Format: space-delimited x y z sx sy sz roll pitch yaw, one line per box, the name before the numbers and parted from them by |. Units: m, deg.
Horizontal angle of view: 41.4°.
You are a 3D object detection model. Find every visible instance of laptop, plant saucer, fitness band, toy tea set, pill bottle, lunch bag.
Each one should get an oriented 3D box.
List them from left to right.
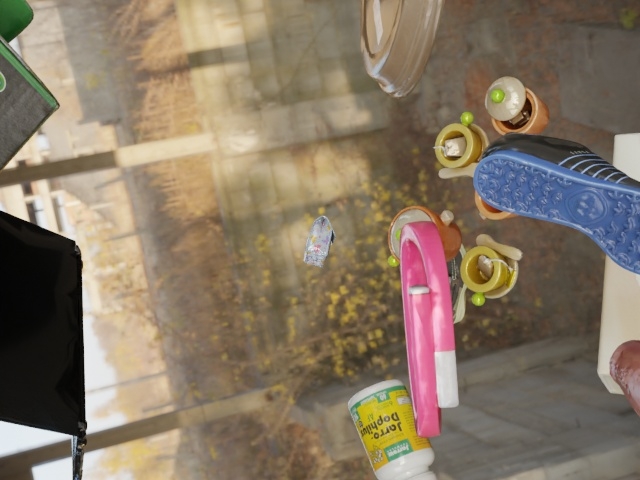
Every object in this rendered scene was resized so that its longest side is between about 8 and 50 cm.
laptop | -0.320 0.118 0.899 0.264 0.137 0.234 115 150 -52
lunch bag | 0.000 0.000 1.650 0.071 0.053 0.083 105 177 -68
pill bottle | 0.139 0.373 1.563 0.117 0.118 0.208 101 150 -62
plant saucer | 0.091 -0.304 0.974 0.278 0.041 0.278 -177 90 -79
fitness band | 0.139 0.119 1.136 0.209 0.054 0.290 -93 -2 -82
toy tea set | 0.214 -0.081 1.258 0.200 0.124 0.336 19 98 41

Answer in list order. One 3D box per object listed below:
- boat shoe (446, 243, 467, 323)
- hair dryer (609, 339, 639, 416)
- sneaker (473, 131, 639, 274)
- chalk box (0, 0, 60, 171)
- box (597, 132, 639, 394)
boat shoe | 0.231 0.083 1.599 0.080 0.073 0.223 32 143 38
hair dryer | 0.232 0.165 0.487 0.293 0.080 0.223 -96 14 -45
sneaker | 0.261 -0.042 0.787 0.090 0.232 0.081 -49 -19 -50
chalk box | -0.343 -0.109 0.637 0.179 0.289 0.180 8 145 43
box | 0.426 0.033 1.056 0.148 0.121 0.311 41 -124 -58
